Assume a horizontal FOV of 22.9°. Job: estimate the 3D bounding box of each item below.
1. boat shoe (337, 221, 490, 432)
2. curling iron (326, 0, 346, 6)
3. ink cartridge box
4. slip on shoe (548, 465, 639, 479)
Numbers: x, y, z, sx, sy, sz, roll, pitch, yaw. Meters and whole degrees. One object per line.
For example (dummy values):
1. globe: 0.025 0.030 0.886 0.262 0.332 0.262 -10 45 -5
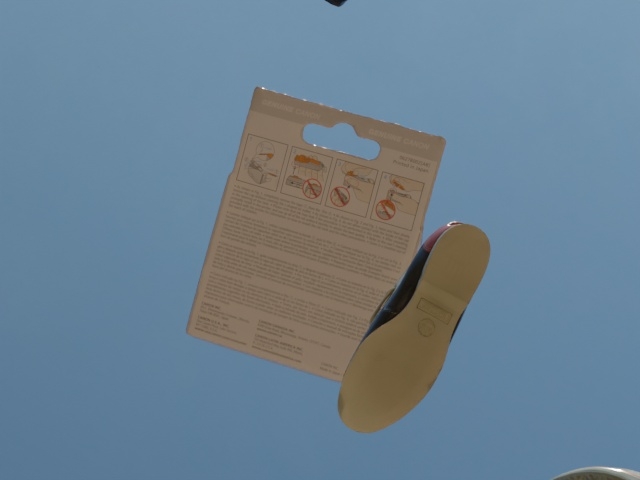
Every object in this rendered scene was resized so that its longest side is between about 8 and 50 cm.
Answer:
1. boat shoe: 0.051 0.050 0.907 0.049 0.043 0.137 32 -98 -11
2. curling iron: 0.054 -0.181 0.944 0.035 0.274 0.068 -40 -81 -23
3. ink cartridge box: 0.000 0.000 1.353 0.181 0.056 0.224 16 -88 15
4. slip on shoe: 0.346 0.277 1.522 0.101 0.331 0.123 10 -106 -48
